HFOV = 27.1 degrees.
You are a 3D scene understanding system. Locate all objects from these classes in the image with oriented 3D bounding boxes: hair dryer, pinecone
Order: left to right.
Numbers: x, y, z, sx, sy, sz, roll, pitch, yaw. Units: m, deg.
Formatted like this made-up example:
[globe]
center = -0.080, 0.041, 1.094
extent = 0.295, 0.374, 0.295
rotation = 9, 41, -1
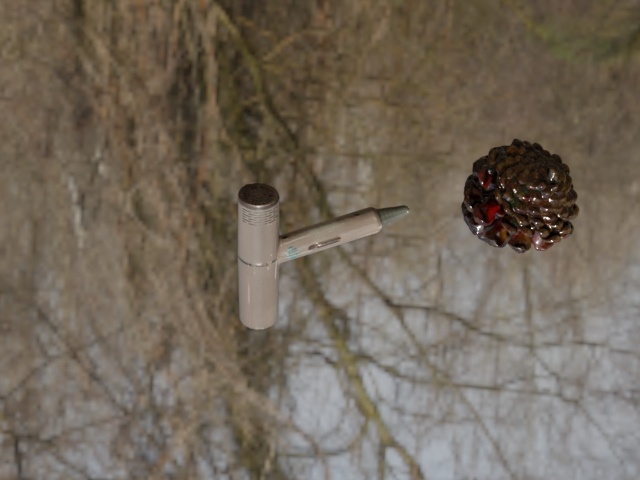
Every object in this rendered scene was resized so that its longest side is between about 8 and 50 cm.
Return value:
[hair dryer]
center = 0.002, 0.009, 1.675
extent = 0.220, 0.195, 0.054
rotation = -9, -142, -16
[pinecone]
center = 0.169, -0.035, 1.126
extent = 0.102, 0.102, 0.109
rotation = 3, 176, -5
